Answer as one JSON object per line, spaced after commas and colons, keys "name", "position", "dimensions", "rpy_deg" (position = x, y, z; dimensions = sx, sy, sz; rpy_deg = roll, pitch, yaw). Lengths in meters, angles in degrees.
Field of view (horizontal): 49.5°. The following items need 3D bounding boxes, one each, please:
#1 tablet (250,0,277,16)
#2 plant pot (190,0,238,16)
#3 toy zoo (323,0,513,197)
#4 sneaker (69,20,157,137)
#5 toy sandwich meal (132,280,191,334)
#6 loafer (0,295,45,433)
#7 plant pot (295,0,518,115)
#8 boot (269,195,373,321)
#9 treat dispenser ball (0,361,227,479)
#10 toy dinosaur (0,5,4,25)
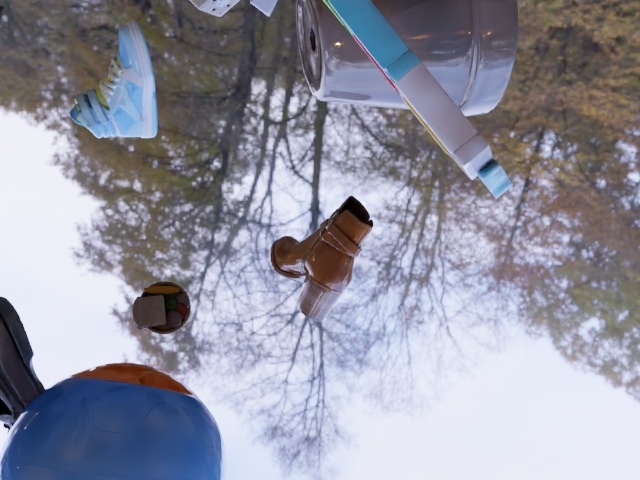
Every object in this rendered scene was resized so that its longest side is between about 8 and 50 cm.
{"name": "tablet", "position": [-0.093, -0.463, 1.279], "dimensions": [0.006, 0.083, 0.054], "rpy_deg": [30, -175, 41]}
{"name": "plant pot", "position": [-0.220, -0.522, 1.410], "dimensions": [0.109, 0.109, 0.096], "rpy_deg": [-6, -111, -60]}
{"name": "toy zoo", "position": [0.079, -0.158, 0.657], "dimensions": [0.293, 0.030, 0.192], "rpy_deg": [51, -169, 0]}
{"name": "sneaker", "position": [-0.516, -0.377, 1.702], "dimensions": [0.208, 0.319, 0.127], "rpy_deg": [-11, -136, -18]}
{"name": "toy sandwich meal", "position": [-0.231, 0.098, 1.005], "dimensions": [0.085, 0.085, 0.029], "rpy_deg": [3, 176, -3]}
{"name": "loafer", "position": [-0.443, 0.209, 0.981], "dimensions": [0.084, 0.267, 0.096], "rpy_deg": [-28, -150, -37]}
{"name": "plant pot", "position": [0.116, -0.341, 1.111], "dimensions": [0.280, 0.323, 0.323], "rpy_deg": [-11, -148, -11]}
{"name": "boot", "position": [0.000, 0.000, 1.379], "dimensions": [0.109, 0.220, 0.283], "rpy_deg": [21, -162, -21]}
{"name": "treat dispenser ball", "position": [-0.267, 0.305, 0.904], "dimensions": [0.288, 0.288, 0.288], "rpy_deg": [3, -150, -2]}
{"name": "toy dinosaur", "position": [-0.475, -0.313, 0.838], "dimensions": [0.160, 0.121, 0.313], "rpy_deg": [12, -139, -19]}
